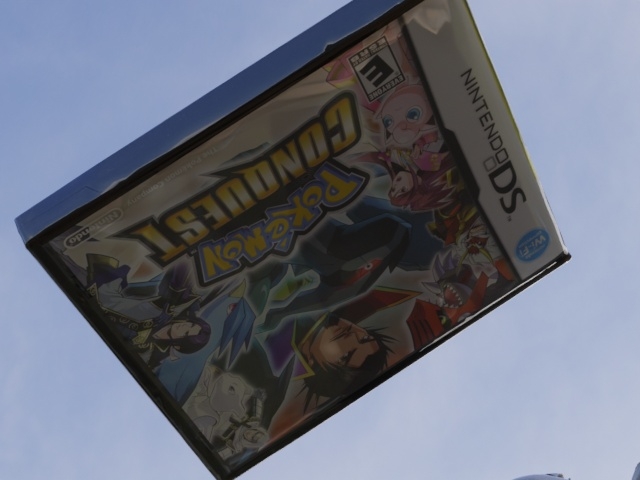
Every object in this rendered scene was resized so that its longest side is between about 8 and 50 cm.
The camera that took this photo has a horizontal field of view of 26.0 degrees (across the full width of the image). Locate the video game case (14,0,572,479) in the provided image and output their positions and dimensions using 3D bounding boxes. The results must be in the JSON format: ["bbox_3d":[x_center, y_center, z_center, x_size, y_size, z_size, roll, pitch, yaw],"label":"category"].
[{"bbox_3d":[0.000,0.000,0.824,0.275,0.035,0.248,-33,-47,-3],"label":"video game case"}]

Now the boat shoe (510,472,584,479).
[{"bbox_3d":[0.154,0.194,0.850,0.096,0.324,0.117,-24,-103,-14],"label":"boat shoe"}]

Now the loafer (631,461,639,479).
[{"bbox_3d":[0.233,0.178,0.966,0.050,0.148,0.056,53,-33,19],"label":"loafer"}]
